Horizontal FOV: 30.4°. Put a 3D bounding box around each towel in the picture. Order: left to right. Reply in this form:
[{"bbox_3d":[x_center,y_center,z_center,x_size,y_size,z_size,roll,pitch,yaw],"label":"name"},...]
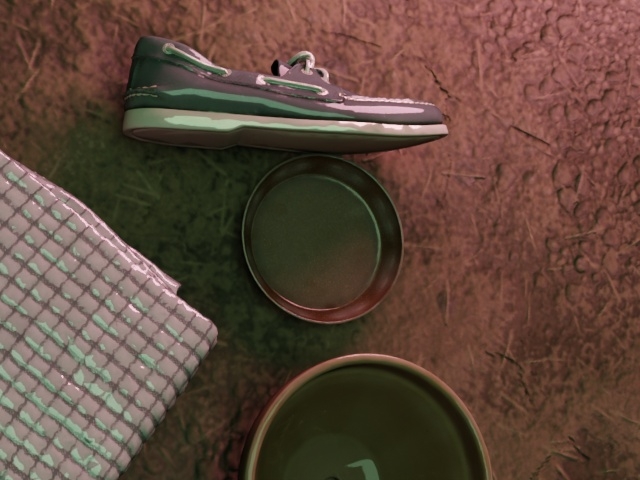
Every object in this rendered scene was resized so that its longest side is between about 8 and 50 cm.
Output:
[{"bbox_3d":[-0.257,0.080,0.977,0.284,0.121,0.235,39,60,-10],"label":"towel"}]

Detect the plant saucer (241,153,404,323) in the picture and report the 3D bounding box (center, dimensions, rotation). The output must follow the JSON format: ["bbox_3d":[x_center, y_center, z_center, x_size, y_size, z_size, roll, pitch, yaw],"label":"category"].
[{"bbox_3d":[0.000,0.000,1.150,0.168,0.029,0.168,5,77,-21],"label":"plant saucer"}]

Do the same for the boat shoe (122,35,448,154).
[{"bbox_3d":[-0.028,-0.139,1.122,0.319,0.116,0.099,1,83,-16],"label":"boat shoe"}]

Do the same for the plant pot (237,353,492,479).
[{"bbox_3d":[0.029,0.225,1.072,0.237,0.110,0.237,4,79,-21],"label":"plant pot"}]
